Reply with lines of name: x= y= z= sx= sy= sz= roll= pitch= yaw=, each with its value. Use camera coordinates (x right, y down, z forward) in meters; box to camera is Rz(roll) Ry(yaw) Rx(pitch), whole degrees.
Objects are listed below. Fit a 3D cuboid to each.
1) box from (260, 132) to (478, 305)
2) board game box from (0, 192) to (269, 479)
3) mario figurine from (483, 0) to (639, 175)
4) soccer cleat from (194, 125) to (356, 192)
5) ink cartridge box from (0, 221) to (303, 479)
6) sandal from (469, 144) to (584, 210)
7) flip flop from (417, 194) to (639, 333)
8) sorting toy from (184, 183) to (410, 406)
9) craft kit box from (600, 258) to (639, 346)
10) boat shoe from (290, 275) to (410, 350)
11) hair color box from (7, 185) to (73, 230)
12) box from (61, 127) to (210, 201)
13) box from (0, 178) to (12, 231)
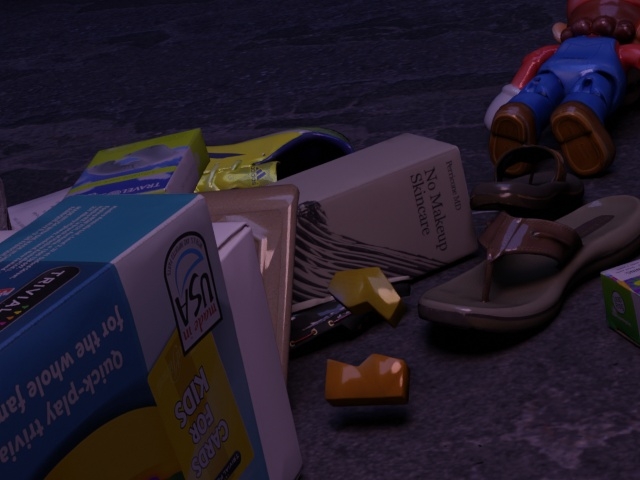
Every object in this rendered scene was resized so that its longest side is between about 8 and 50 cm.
box: x=0.000 y=0.000 z=1.359 sx=0.275 sy=0.113 sz=0.094 roll=-23 pitch=21 yaw=-24
board game box: x=-0.104 y=0.182 z=0.624 sx=0.079 sy=0.336 sz=0.254 roll=0 pitch=24 yaw=29
mario figurine: x=0.306 y=-0.159 z=1.652 sx=0.198 sy=0.170 sz=0.320 roll=32 pitch=46 yaw=9
soccer cleat: x=-0.095 y=-0.058 z=1.572 sx=0.289 sy=0.093 sz=0.121 roll=-17 pitch=8 yaw=-18
ink cartridge box: x=-0.170 y=0.101 z=1.058 sx=0.278 sy=0.201 sz=0.117 roll=-2 pitch=23 yaw=24
sandal: x=0.191 y=-0.060 z=1.427 sx=0.090 sy=0.060 sz=0.219 roll=-4 pitch=2 yaw=25
flip flop: x=0.182 y=0.005 z=1.288 sx=0.277 sy=0.080 sz=0.112 roll=-27 pitch=26 yaw=-36
sorting toy: x=-0.080 y=0.056 z=1.184 sx=0.307 sy=0.041 sz=0.229 roll=-4 pitch=64 yaw=19
craft kit box: x=0.374 y=0.047 z=1.118 sx=0.249 sy=0.061 sz=0.246 roll=-17 pitch=24 yaw=-13
boat shoe: x=0.019 y=0.061 z=1.292 sx=0.133 sy=0.042 sz=0.049 roll=-18 pitch=-4 yaw=-18
hair color box: x=-0.299 y=0.053 z=1.391 sx=0.338 sy=0.110 sz=0.185 roll=-18 pitch=24 yaw=-21
box: x=-0.169 y=-0.044 z=1.359 sx=0.109 sy=0.042 sz=0.178 roll=-12 pitch=21 yaw=12
box: x=-0.346 y=-0.014 z=1.254 sx=0.163 sy=0.142 sz=0.247 roll=-16 pitch=27 yaw=-15
